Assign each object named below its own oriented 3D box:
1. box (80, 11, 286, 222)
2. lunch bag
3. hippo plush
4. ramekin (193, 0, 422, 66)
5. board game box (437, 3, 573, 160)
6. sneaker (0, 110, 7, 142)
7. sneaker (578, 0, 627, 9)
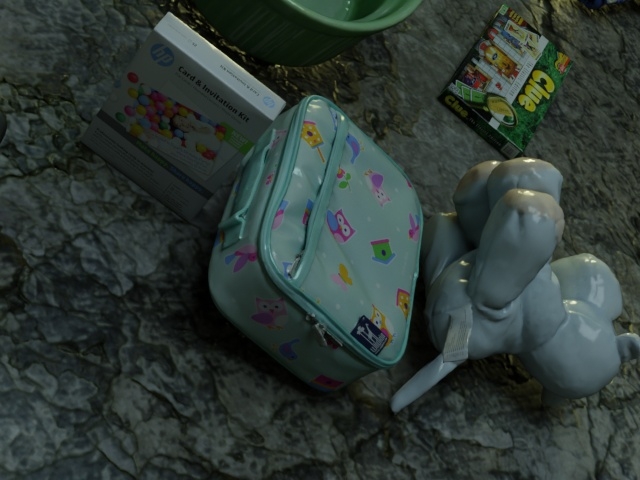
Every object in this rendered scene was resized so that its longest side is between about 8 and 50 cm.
[{"bbox_3d":[-0.141,-0.118,1.323,0.145,0.186,0.038,38,43,-8],"label":"box"},{"bbox_3d":[0.000,0.000,1.349,0.224,0.108,0.279,45,38,-30],"label":"lunch bag"},{"bbox_3d":[0.246,0.062,1.437,0.236,0.234,0.294,27,45,-16],"label":"hippo plush"},{"bbox_3d":[-0.027,-0.357,1.583,0.303,0.148,0.303,13,65,-29],"label":"ramekin"},{"bbox_3d":[0.259,-0.222,1.821,0.136,0.030,0.260,41,43,-6],"label":"board game box"},{"bbox_3d":[-0.340,0.010,1.143,0.146,0.122,0.330,48,39,-22],"label":"sneaker"},{"bbox_3d":[0.451,-0.414,2.077,0.296,0.112,0.131,22,84,-39],"label":"sneaker"}]
